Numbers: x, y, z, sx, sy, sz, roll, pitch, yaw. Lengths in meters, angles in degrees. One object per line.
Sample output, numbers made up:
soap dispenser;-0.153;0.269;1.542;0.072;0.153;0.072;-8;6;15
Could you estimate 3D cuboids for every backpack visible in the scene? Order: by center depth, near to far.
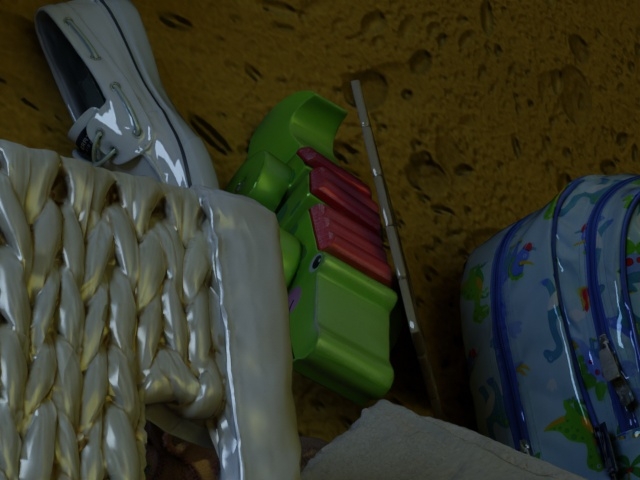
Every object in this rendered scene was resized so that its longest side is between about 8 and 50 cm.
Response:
backpack;0.249;0.125;1.213;0.290;0.273;0.355;5;49;-35

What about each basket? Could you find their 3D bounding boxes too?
basket;-0.194;0.156;0.671;0.266;0.331;0.328;17;53;-34

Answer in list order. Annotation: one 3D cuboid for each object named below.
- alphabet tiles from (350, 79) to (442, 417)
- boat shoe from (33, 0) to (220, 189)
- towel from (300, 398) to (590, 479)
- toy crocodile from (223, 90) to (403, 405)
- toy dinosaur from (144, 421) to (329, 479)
alphabet tiles;0.061;0.026;1.128;0.237;0.009;0.198;69;7;-62
boat shoe;-0.141;-0.071;1.077;0.076;0.083;0.226;-8;58;-34
towel;0.018;0.197;0.821;0.282;0.187;0.049;-36;129;-34
toy crocodile;0.000;0.000;1.081;0.115;0.105;0.340;32;19;-18
toy dinosaur;-0.029;0.197;0.966;0.200;0.127;0.296;-21;84;-49
